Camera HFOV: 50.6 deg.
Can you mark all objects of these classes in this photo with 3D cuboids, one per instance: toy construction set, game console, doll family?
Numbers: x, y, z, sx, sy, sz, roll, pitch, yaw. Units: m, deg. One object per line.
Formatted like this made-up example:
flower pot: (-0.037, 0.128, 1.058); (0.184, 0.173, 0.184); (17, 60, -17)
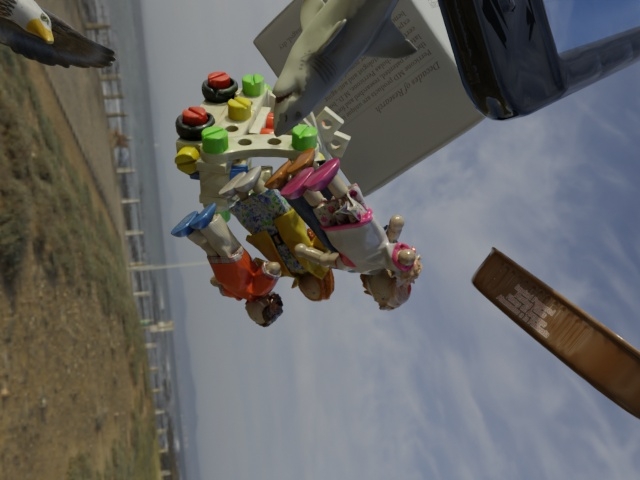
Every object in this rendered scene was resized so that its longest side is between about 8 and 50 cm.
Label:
toy construction set: (-0.063, -0.124, 0.863); (0.328, 0.215, 0.151); (-67, 163, -65)
game console: (0.181, -0.225, 0.346); (0.173, 0.293, 0.250); (-10, -77, 46)
doll family: (0.000, 0.000, 0.630); (0.263, 0.118, 0.163); (-13, -58, 46)

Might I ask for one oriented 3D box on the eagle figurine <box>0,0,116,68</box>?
eagle figurine: (-0.383, -0.320, 0.840); (0.298, 0.226, 0.225); (-37, 112, -60)

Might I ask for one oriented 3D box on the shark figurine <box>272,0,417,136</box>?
shark figurine: (0.066, -0.213, 0.648); (0.278, 0.116, 0.166); (-30, -137, 46)

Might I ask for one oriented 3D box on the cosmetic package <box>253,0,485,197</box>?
cosmetic package: (0.152, -0.365, 1.392); (0.327, 0.329, 0.394); (-34, -87, 35)

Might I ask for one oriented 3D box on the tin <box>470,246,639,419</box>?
tin: (0.173, 0.064, 0.459); (0.040, 0.106, 0.190); (-50, -151, 6)
